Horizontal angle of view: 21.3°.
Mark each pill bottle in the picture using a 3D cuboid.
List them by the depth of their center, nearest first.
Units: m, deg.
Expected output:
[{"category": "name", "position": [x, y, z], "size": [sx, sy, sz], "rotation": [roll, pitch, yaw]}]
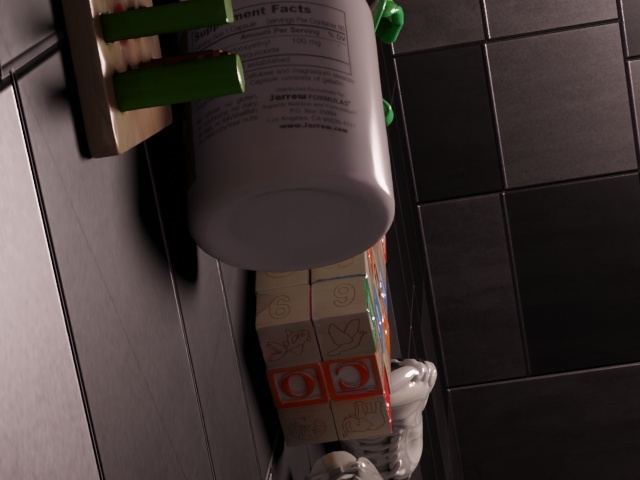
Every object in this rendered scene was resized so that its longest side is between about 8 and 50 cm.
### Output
[{"category": "pill bottle", "position": [-0.027, -0.107, 1.103], "size": [0.131, 0.131, 0.229], "rotation": [69, 14, -61]}]

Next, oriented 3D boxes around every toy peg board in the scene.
[{"category": "toy peg board", "position": [-0.082, -0.137, 0.901], "size": [0.160, 0.079, 0.161], "rotation": [-61, 142, -79]}]

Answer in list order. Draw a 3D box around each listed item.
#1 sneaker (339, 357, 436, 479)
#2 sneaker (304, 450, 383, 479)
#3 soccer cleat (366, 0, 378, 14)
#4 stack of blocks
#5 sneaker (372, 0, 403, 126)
[{"category": "sneaker", "position": [0.060, 0.176, 1.640], "size": [0.292, 0.110, 0.118], "rotation": [52, 39, -76]}, {"category": "sneaker", "position": [0.015, 0.210, 1.293], "size": [0.262, 0.099, 0.121], "rotation": [85, -8, -67]}, {"category": "soccer cleat", "position": [-0.029, -0.144, 1.312], "size": [0.093, 0.121, 0.289], "rotation": [42, 29, -4]}, {"category": "stack of blocks", "position": [0.000, 0.000, 1.380], "size": [0.297, 0.087, 0.171], "rotation": [-90, 169, -52]}, {"category": "sneaker", "position": [0.017, -0.231, 1.650], "size": [0.109, 0.123, 0.296], "rotation": [70, 14, -77]}]
